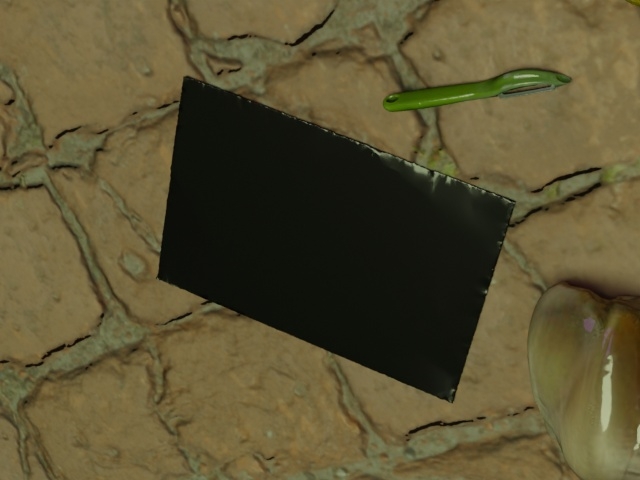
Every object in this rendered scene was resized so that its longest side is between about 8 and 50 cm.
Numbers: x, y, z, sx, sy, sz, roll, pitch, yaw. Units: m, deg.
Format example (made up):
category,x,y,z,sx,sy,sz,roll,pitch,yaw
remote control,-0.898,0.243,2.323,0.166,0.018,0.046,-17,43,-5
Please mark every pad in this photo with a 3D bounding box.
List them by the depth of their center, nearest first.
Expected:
category,x,y,z,sx,sy,sz,roll,pitch,yaw
pad,0.000,0.000,1.355,0.367,0.007,0.248,21,119,16

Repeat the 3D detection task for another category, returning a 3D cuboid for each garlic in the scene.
category,x,y,z,sx,sy,sz,roll,pitch,yaw
garlic,0.303,0.158,1.220,0.217,0.110,0.228,1,112,22

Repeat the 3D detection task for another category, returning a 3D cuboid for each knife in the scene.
category,x,y,z,sx,sy,sz,roll,pitch,yaw
knife,0.141,-0.140,1.214,0.184,0.022,0.026,-6,135,27

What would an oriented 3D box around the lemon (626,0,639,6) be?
category,x,y,z,sx,sy,sz,roll,pitch,yaw
lemon,0.277,-0.305,0.937,0.253,0.253,0.310,-7,113,28
